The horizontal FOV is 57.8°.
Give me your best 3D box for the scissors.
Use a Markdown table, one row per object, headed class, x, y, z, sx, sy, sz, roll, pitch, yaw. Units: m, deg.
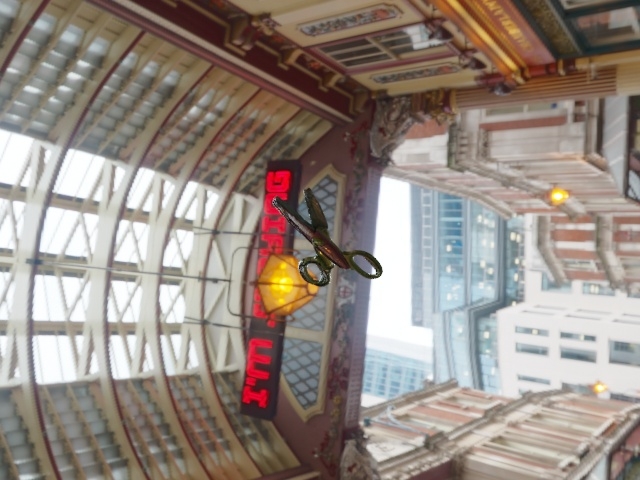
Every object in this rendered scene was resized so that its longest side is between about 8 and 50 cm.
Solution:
| class | x | y | z | sx | sy | sz | roll | pitch | yaw |
| --- | --- | --- | --- | --- | --- | --- | --- | --- | --- |
| scissors | 0.000 | 0.000 | 0.826 | 0.187 | 0.134 | 0.020 | 57 | -144 | -36 |
